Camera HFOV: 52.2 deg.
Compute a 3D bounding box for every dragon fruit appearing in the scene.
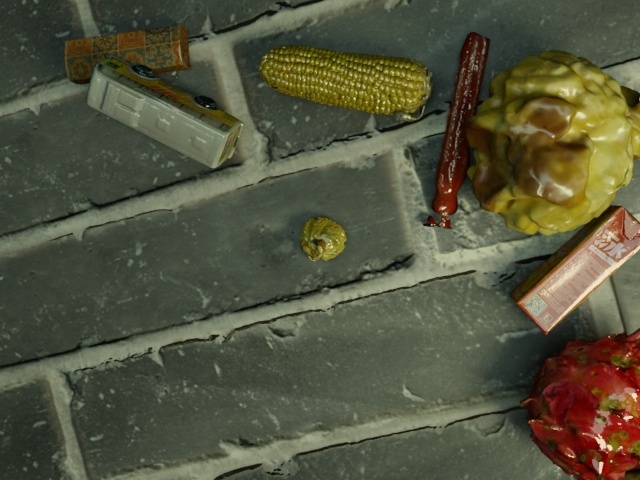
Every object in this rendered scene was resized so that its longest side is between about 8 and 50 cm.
[{"bbox_3d":[0.442,0.243,1.016,0.205,0.210,0.268,40,104,32],"label":"dragon fruit"}]

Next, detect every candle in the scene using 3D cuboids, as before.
[{"bbox_3d":[0.233,-0.180,1.095,0.051,0.048,0.329,8,96,-33],"label":"candle"}]

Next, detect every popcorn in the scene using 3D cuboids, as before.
[{"bbox_3d":[0.000,0.000,1.125,0.084,0.084,0.084,1,94,9],"label":"popcorn"},{"bbox_3d":[0.363,-0.160,1.000,0.332,0.225,0.265,-30,101,-12],"label":"popcorn"}]

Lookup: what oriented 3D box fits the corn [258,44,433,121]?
[{"bbox_3d":[0.041,-0.268,1.095,0.293,0.106,0.106,11,95,12],"label":"corn"}]

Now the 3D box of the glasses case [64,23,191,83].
[{"bbox_3d":[-0.346,-0.333,1.172,0.218,0.049,0.075,-5,93,9],"label":"glasses case"}]

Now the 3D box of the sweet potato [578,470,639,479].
[{"bbox_3d":[0.568,0.413,1.068,0.269,0.075,0.074,9,95,12],"label":"sweet potato"}]

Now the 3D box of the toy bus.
[{"bbox_3d":[-0.270,-0.220,1.121,0.268,0.106,0.092,27,119,0],"label":"toy bus"}]

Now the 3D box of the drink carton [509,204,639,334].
[{"bbox_3d":[0.414,0.044,1.054,0.223,0.096,0.071,-45,86,9],"label":"drink carton"}]
